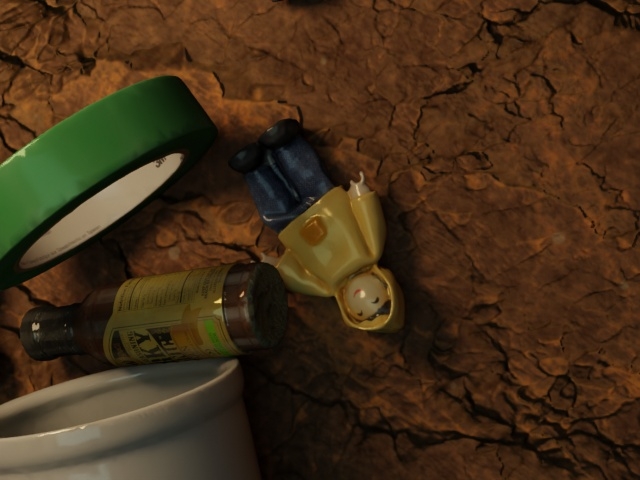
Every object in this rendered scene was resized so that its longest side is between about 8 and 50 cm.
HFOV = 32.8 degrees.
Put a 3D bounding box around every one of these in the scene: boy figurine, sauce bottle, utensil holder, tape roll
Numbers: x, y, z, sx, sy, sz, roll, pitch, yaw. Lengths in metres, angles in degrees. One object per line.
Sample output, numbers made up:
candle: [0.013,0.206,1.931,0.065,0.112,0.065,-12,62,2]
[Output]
boy figurine: [0.000,0.000,1.312,0.177,0.092,0.285,-33,85,8]
sauce bottle: [-0.210,0.098,1.328,0.344,0.111,0.111,-9,93,26]
utensil holder: [-0.206,0.359,1.261,0.328,0.327,0.385,-13,94,11]
tape roll: [-0.267,-0.063,1.235,0.321,0.321,0.077,-37,88,11]
